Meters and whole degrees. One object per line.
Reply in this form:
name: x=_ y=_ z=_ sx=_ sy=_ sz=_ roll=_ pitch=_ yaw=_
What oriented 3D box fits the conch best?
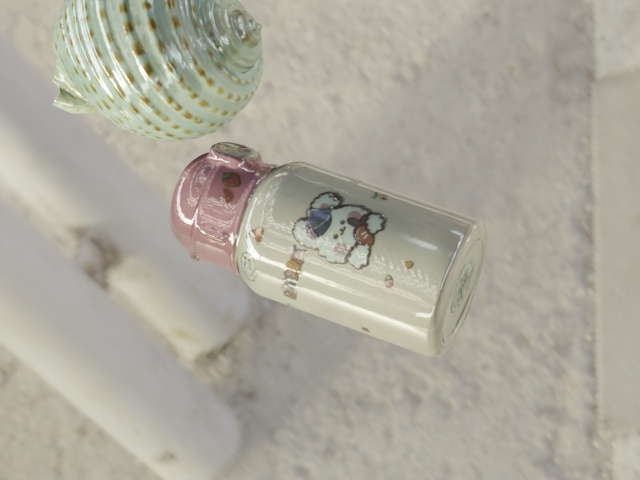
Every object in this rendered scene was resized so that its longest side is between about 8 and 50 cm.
conch: x=-0.148 y=-0.164 z=1.611 sx=0.200 sy=0.172 sz=0.131 roll=-18 pitch=5 yaw=2

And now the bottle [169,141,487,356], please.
bottle: x=0.000 y=0.000 z=1.417 sx=0.233 sy=0.110 sz=0.110 roll=20 pitch=68 yaw=15
